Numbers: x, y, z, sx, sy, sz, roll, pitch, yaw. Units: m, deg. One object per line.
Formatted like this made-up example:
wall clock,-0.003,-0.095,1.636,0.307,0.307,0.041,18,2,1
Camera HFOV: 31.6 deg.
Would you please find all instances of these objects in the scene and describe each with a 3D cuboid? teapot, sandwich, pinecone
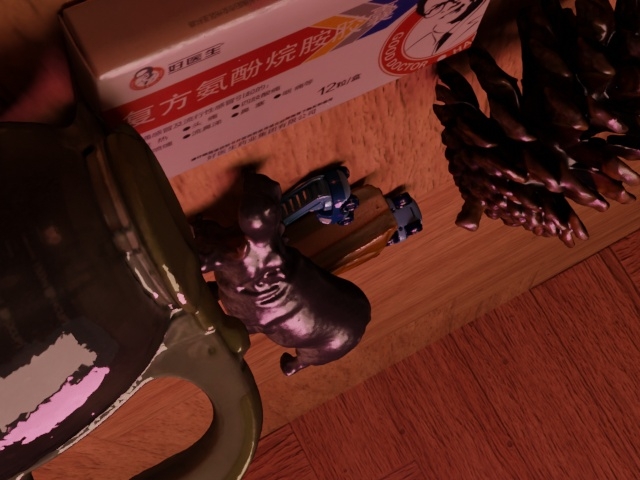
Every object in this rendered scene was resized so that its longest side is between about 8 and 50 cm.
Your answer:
teapot,-0.183,0.061,0.751,0.239,0.321,0.239,-23,166,2
sandwich,0.000,0.000,1.414,0.163,0.079,0.113,-21,164,-23
pinecone,0.240,-0.135,1.142,0.309,0.244,0.244,-44,163,10

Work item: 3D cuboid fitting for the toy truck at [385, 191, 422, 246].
toy truck,0.070,-0.017,1.537,0.136,0.063,0.074,-21,-177,-18

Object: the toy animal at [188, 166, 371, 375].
toy animal,-0.062,0.052,1.289,0.168,0.106,0.343,-20,146,14

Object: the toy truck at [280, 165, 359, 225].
toy truck,-0.006,-0.046,1.311,0.090,0.056,0.073,-12,157,-13

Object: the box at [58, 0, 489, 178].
box,-0.017,-0.162,0.872,0.353,0.069,0.214,-27,165,-16

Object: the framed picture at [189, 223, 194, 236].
framed picture,-0.248,0.005,0.958,0.250,0.016,0.184,-14,167,6
